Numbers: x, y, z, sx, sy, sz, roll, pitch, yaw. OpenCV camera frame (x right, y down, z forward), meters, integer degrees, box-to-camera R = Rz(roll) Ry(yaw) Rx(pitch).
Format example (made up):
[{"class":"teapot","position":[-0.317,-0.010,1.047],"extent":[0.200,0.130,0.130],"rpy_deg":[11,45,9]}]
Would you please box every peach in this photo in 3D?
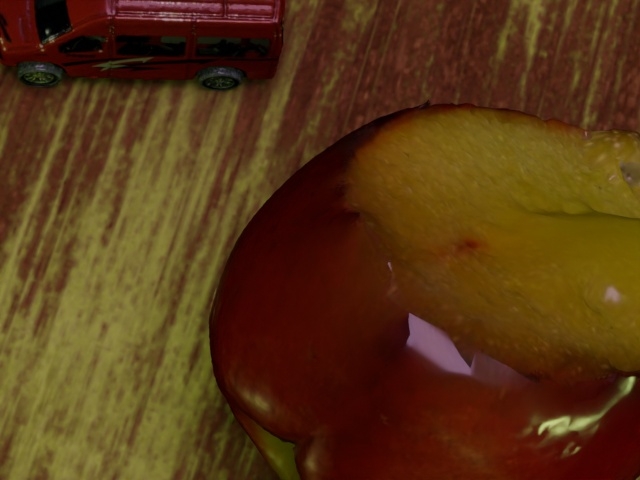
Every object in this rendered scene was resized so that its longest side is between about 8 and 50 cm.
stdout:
[{"class":"peach","position":[0.109,0.041,0.954],"extent":[0.338,0.281,0.281],"rpy_deg":[-30,80,-11]}]

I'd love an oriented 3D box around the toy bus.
[{"class":"toy bus","position":[-0.122,-0.154,1.077],"extent":[0.195,0.089,0.081],"rpy_deg":[1,73,-8]}]
